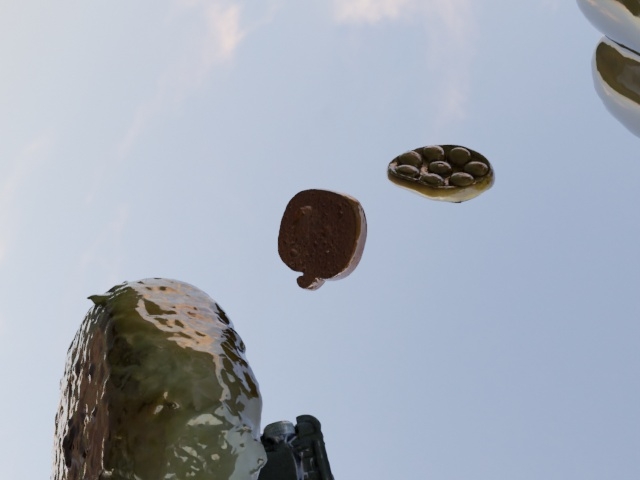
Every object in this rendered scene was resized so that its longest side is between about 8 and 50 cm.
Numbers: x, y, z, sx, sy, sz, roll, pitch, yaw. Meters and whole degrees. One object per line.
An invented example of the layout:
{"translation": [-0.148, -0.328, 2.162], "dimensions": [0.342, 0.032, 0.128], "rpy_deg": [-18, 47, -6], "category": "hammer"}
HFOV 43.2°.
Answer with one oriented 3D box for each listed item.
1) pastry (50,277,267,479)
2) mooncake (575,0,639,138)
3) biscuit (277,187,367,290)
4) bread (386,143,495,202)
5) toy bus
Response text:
{"translation": [-0.100, 0.115, 0.462], "dimensions": [0.192, 0.093, 0.182], "rpy_deg": [-118, -137, -52], "category": "pastry"}
{"translation": [0.471, -0.178, 0.744], "dimensions": [0.262, 0.467, 0.467], "rpy_deg": [-41, -143, -4], "category": "mooncake"}
{"translation": [0.000, 0.000, 0.604], "dimensions": [0.091, 0.015, 0.078], "rpy_deg": [19, -82, 49], "category": "biscuit"}
{"translation": [0.121, -0.069, 0.818], "dimensions": [0.110, 0.110, 0.024], "rpy_deg": [44, -36, 53], "category": "bread"}
{"translation": [-0.077, 0.199, 0.645], "dimensions": [0.077, 0.174, 0.079], "rpy_deg": [92, -15, -66], "category": "toy bus"}
